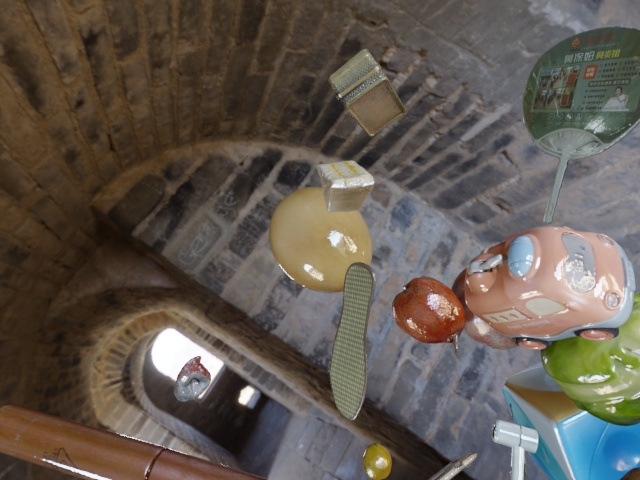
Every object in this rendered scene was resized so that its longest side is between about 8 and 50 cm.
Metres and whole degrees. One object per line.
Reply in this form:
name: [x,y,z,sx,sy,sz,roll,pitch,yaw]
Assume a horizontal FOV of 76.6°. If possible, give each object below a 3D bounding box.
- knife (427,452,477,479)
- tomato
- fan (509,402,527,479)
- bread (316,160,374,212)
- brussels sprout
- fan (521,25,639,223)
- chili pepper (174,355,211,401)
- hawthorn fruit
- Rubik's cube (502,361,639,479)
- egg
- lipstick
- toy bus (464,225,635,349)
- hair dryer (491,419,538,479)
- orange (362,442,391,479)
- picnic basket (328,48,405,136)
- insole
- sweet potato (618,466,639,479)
knife: [0.225,0.550,0.872,0.364,0.043,0.089,-10,-21,-37]
tomato: [0.610,0.216,1.411,0.283,0.316,0.317,-54,4,42]
fan: [0.580,0.578,1.193,0.009,0.132,0.220,-8,33,17]
bread: [0.041,-0.117,0.713,0.077,0.105,0.152,-9,-11,-5]
brussels sprout: [0.725,0.288,0.994,0.314,0.276,0.371,-26,-22,3]
fan: [0.406,-0.209,0.683,0.223,0.012,0.295,-114,34,-40]
chili pepper: [-0.186,0.207,0.593,0.050,0.041,0.153,-39,-10,-37]
hawthorn fruit: [0.362,0.248,1.316,0.210,0.262,0.211,-36,-19,-14]
Rubik's cube: [0.889,0.619,1.379,0.351,0.352,0.347,-25,4,-2]
egg: [0.000,0.000,1.257,0.301,0.301,0.374,-50,49,20]
lipstick: [-0.239,0.264,0.484,0.057,0.356,0.058,10,-90,-81]
toy bus: [0.420,0.080,0.799,0.287,0.231,0.194,-40,28,58]
hair dryer: [0.396,0.448,0.832,0.047,0.081,0.137,76,-152,-56]
orange: [0.165,0.644,1.185,0.085,0.085,0.095,-44,45,53]
picnic basket: [0.159,-0.484,1.358,0.165,0.139,0.266,-33,-22,18]
insole: [0.048,0.159,0.641,0.086,0.005,0.254,12,98,48]
sweet potato: [0.561,0.592,0.781,0.385,0.109,0.109,-39,2,-19]
